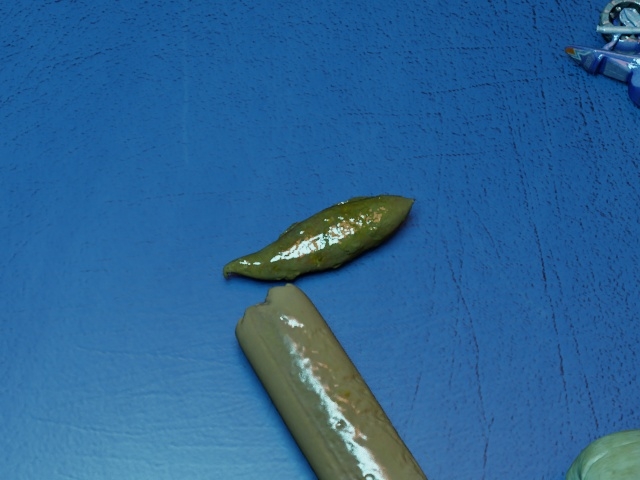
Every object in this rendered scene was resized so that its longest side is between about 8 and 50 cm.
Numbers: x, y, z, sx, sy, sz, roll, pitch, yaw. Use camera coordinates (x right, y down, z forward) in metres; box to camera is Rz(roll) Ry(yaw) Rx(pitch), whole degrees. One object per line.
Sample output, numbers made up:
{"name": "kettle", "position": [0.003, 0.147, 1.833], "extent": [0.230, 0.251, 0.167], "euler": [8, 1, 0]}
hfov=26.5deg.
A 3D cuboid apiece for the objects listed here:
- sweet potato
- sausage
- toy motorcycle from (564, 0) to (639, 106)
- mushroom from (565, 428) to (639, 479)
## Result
{"name": "sweet potato", "position": [0.000, 0.000, 1.349], "extent": [0.206, 0.060, 0.068], "euler": [-22, 31, -13]}
{"name": "sausage", "position": [0.016, 0.169, 1.249], "extent": [0.086, 0.086, 0.289], "euler": [-28, 71, -17]}
{"name": "toy motorcycle", "position": [0.372, -0.178, 1.460], "extent": [0.205, 0.076, 0.114], "euler": [39, 74, 14]}
{"name": "mushroom", "position": [0.269, 0.274, 1.166], "extent": [0.195, 0.189, 0.254], "euler": [7, 56, -3]}
